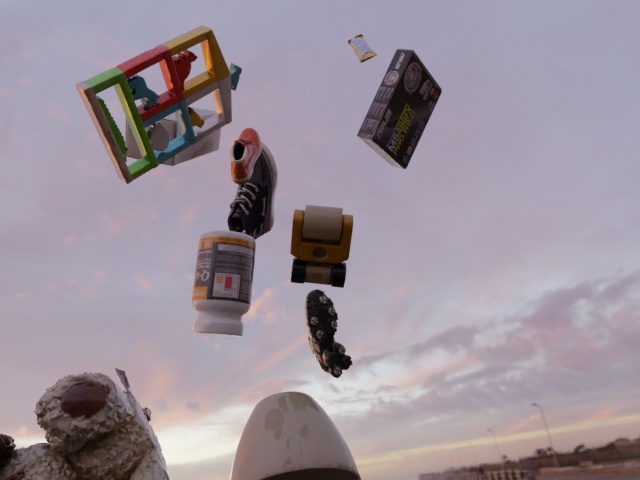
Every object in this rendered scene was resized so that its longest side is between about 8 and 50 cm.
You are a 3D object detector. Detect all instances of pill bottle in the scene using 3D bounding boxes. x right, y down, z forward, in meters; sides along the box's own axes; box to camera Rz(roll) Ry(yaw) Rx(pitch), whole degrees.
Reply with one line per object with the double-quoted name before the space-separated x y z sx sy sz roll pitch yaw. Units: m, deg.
"pill bottle" -0.268 0.122 1.356 0.162 0.278 0.162 3 -16 1

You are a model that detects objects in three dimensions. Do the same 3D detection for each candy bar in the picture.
"candy bar" 0.090 -0.419 1.073 0.040 0.161 0.018 -24 -54 10

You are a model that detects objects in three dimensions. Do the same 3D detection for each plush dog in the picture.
"plush dog" -0.352 0.327 0.697 0.225 0.262 0.210 -28 6 -16

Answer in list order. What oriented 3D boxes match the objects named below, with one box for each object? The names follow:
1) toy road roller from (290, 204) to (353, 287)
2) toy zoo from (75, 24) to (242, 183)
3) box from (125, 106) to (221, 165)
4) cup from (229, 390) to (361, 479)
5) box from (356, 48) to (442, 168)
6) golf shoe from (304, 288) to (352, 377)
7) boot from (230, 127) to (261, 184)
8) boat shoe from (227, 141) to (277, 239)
"toy road roller" 0.000 0.000 1.774 0.203 0.240 0.329 5 -59 -1
"toy zoo" -0.259 -0.251 0.874 0.293 0.030 0.192 -41 -32 -27
"box" -0.406 -0.306 1.392 0.148 0.311 0.121 13 -70 8
"cup" -0.080 0.544 1.288 0.331 0.237 0.331 -7 -44 -6
"box" 0.234 -0.370 1.411 0.060 0.270 0.216 24 -2 38
"golf shoe" -0.005 0.276 1.453 0.105 0.272 0.120 -23 11 -35
"boot" -0.176 -0.217 1.146 0.059 0.157 0.084 4 -31 3
"boat shoe" -0.231 -0.146 1.614 0.127 0.158 0.340 14 -56 25
